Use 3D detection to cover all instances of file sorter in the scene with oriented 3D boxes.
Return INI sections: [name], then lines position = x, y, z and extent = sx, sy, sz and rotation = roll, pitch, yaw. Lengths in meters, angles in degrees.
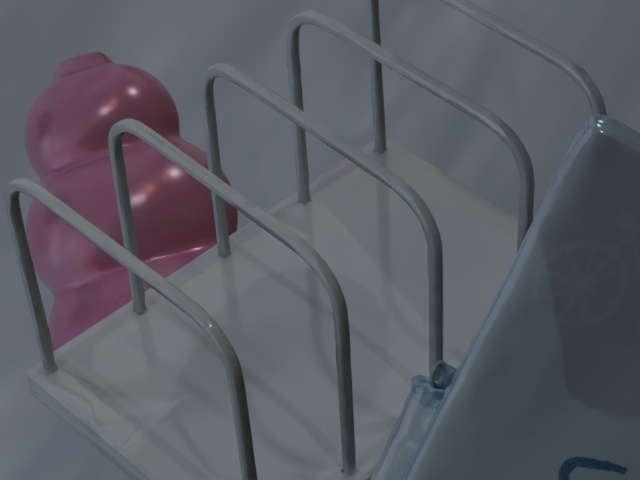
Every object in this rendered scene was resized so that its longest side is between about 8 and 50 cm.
[file sorter]
position = 0.000, 0.000, 1.049
extent = 0.278, 0.193, 0.173
rotation = -34, -39, -28

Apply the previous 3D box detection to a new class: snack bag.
[snack bag]
position = 0.187, 0.126, 1.006
extent = 0.037, 0.323, 0.342
rotation = -116, 48, -66

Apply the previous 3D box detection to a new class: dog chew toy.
[dog chew toy]
position = -0.149, 0.006, 1.628
extent = 0.207, 0.331, 0.206
rotation = -18, -3, -1
